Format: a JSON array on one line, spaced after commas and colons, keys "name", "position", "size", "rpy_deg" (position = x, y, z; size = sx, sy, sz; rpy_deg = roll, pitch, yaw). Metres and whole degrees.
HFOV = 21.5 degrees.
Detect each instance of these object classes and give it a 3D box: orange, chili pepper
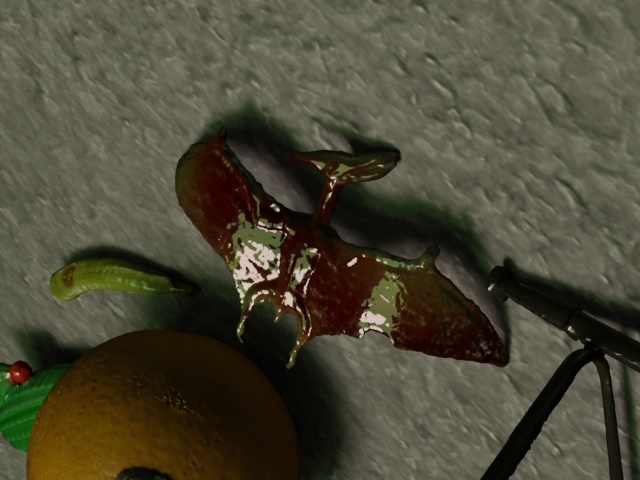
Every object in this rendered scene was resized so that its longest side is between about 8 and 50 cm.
[{"name": "orange", "position": [-0.149, 0.220, 1.601], "size": [0.274, 0.274, 0.274], "rpy_deg": [25, 137, 27]}, {"name": "chili pepper", "position": [-0.210, 0.039, 1.689], "size": [0.208, 0.043, 0.049], "rpy_deg": [-1, 108, 44]}]

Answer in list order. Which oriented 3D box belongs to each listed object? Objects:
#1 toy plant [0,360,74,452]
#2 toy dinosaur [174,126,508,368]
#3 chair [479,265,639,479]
[{"name": "toy plant", "position": [-0.263, 0.187, 1.836], "size": [0.240, 0.088, 0.155], "rpy_deg": [1, 135, 30]}, {"name": "toy dinosaur", "position": [-0.008, 0.005, 1.440], "size": [0.327, 0.113, 0.207], "rpy_deg": [3, 99, 29]}, {"name": "chair", "position": [0.255, 0.288, 1.226], "size": [0.410, 0.362, 0.365], "rpy_deg": [9, 127, 33]}]
